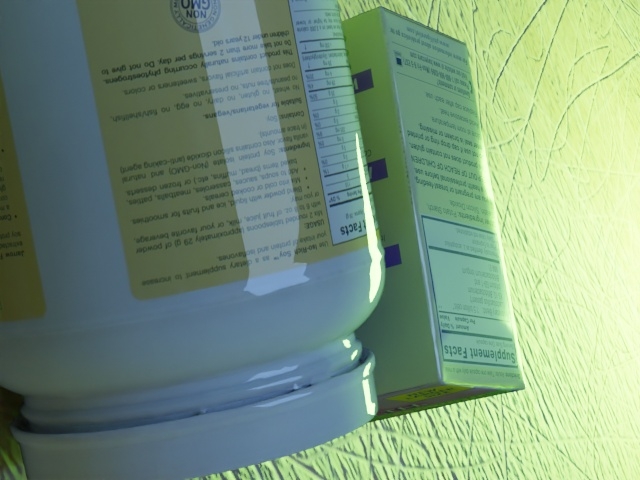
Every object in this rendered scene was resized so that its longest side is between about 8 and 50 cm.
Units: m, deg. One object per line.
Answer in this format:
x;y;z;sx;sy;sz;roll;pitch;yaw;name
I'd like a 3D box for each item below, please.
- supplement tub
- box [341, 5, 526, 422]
-0.095;-0.049;0.892;0.241;0.241;0.331;-18;99;-59;supplement tub
0.000;0.000;1.065;0.117;0.213;0.243;12;66;-55;box
